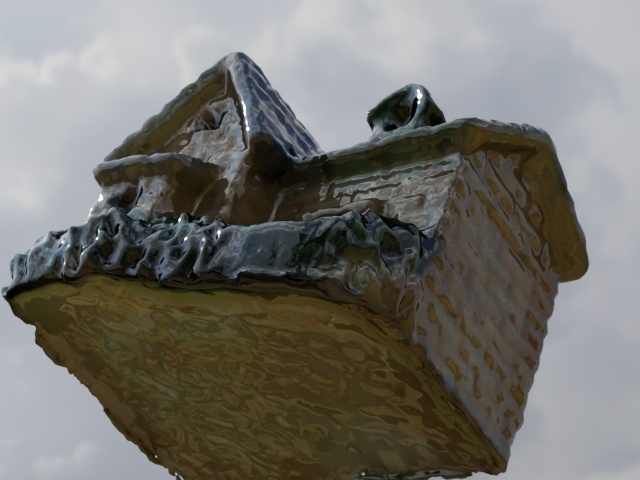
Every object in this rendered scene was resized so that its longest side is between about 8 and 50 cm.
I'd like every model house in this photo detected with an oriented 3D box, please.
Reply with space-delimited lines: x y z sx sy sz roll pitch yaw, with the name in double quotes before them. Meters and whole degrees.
"model house" 0.000 0.000 1.817 0.445 0.400 0.395 -8 -47 39
